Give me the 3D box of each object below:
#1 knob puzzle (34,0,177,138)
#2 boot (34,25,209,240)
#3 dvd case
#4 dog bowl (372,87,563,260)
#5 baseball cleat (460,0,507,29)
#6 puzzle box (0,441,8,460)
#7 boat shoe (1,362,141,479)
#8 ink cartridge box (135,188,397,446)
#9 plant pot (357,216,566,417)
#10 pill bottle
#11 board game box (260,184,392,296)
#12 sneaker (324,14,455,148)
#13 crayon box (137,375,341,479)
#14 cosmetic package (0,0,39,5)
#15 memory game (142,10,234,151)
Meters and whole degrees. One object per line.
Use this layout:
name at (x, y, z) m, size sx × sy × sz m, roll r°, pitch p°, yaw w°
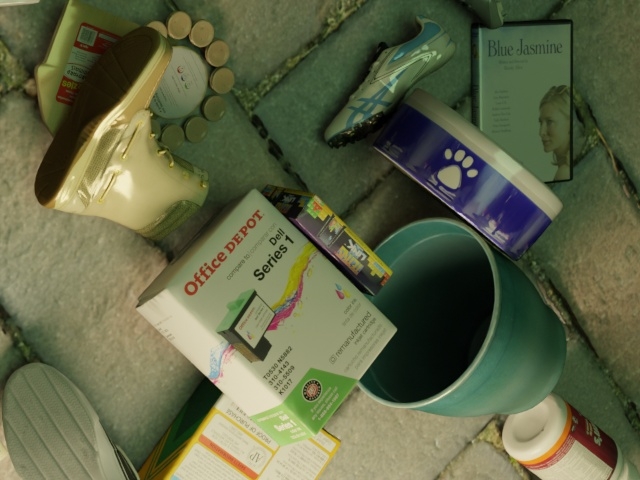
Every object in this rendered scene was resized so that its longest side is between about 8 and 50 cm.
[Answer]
knob puzzle at (-0.286, -0.192, 1.741) m, size 0.213 × 0.030 × 0.213 m, roll -15°, pitch 115°, yaw -36°
boot at (-0.215, -0.127, 1.720) m, size 0.203 × 0.095 × 0.262 m, roll 22°, pitch 106°, yaw -41°
dvd case at (0.310, -0.208, 2.074) m, size 0.180 × 0.022 × 0.253 m, roll -7°, pitch 101°, yaw -27°
dog bowl at (0.203, -0.090, 1.889) m, size 0.265 × 0.265 × 0.104 m, roll 37°, pitch 94°, yaw -28°
baseball cleat at (0.179, -0.372, 1.959) m, size 0.109 × 0.072 × 0.206 m, roll -38°, pitch 108°, yaw -6°
puzzle box at (-0.599, 0.192, 1.626) m, size 0.272 × 0.052 × 0.409 m, roll -39°, pitch 114°, yaw -18°
boat shoe at (-0.299, 0.312, 1.746) m, size 0.121 × 0.119 × 0.335 m, roll -31°, pitch 79°, yaw 0°
ink cartridge box at (-0.071, 0.101, 1.799) m, size 0.278 × 0.117 × 0.201 m, roll 45°, pitch 62°, yaw -9°
plant pot at (0.214, 0.137, 1.952) m, size 0.255 × 0.271 × 0.272 m, roll 26°, pitch 85°, yaw -43°
pill bottle at (0.400, 0.340, 2.154) m, size 0.221 × 0.121 × 0.121 m, roll 38°, pitch 80°, yaw -28°
board game box at (0.000, 0.000, 1.870) m, size 0.170 × 0.141 × 0.048 m, roll 44°, pitch 76°, yaw -26°
sneaker at (0.087, -0.222, 1.926) m, size 0.237 × 0.085 × 0.086 m, roll -44°, pitch 82°, yaw -9°
crayon box at (-0.146, 0.351, 1.880) m, size 0.203 × 0.083 × 0.323 m, roll 41°, pitch 78°, yaw -27°
cosmetic package at (-0.456, -0.307, 1.586) m, size 0.231 × 0.117 × 0.085 m, roll -11°, pitch 102°, yaw -26°
memory game at (-0.191, -0.207, 1.785) m, size 0.186 × 0.012 × 0.186 m, roll -15°, pitch 116°, yaw -35°
